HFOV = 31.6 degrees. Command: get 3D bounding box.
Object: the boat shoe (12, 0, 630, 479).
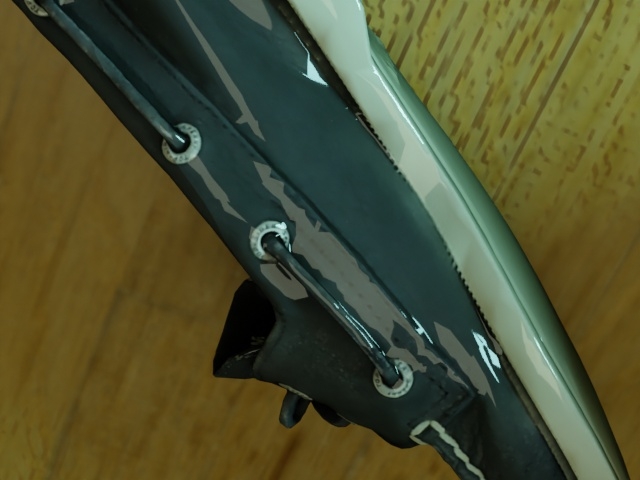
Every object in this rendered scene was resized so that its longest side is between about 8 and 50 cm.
[{"bbox_3d":[0.000,0.001,0.385,0.113,0.127,0.340,-30,111,11],"label":"boat shoe"}]
